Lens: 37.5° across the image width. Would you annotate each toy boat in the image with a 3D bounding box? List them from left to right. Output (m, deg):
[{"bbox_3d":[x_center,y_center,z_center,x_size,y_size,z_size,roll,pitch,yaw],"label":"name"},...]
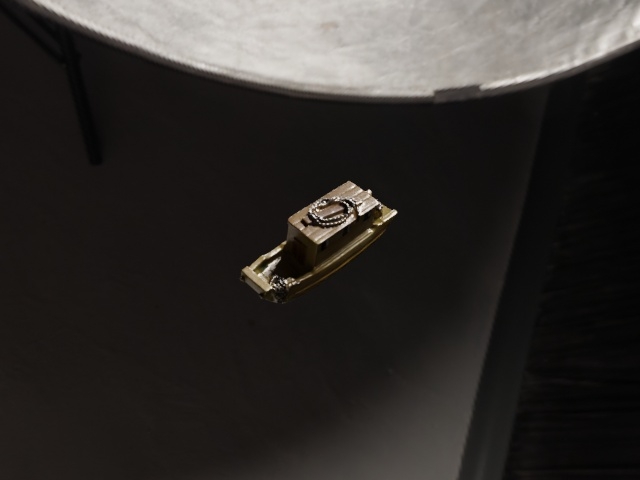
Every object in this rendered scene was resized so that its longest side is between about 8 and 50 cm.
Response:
[{"bbox_3d":[0.000,0.000,0.969,0.057,0.077,0.200,38,53,25],"label":"toy boat"}]
